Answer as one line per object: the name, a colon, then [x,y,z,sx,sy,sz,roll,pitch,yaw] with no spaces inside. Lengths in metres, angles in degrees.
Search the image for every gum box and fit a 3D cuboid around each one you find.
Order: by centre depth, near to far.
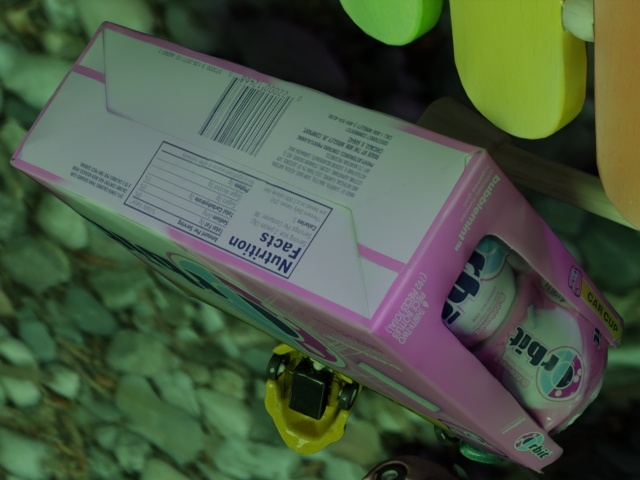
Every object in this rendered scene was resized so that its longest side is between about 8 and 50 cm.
gum box: [0.000,0.000,0.513,0.188,0.062,0.107,24,168,42]

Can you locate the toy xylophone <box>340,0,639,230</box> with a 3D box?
toy xylophone: [0.070,-0.078,0.412,0.323,0.081,0.236,23,135,46]

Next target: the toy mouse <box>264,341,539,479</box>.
toy mouse: [0.047,0.080,0.644,0.143,0.031,0.161,17,132,18]
